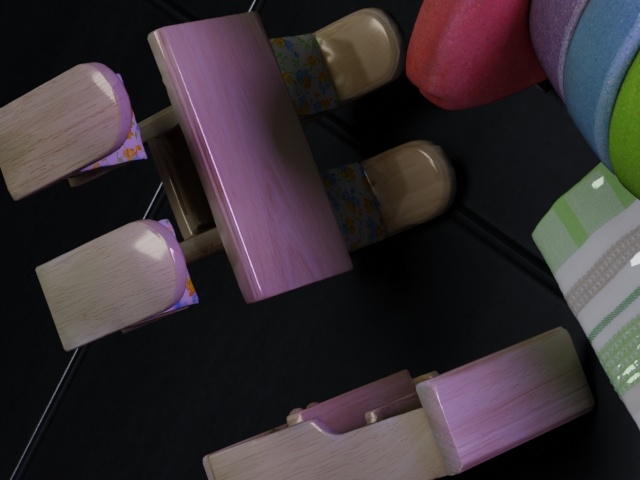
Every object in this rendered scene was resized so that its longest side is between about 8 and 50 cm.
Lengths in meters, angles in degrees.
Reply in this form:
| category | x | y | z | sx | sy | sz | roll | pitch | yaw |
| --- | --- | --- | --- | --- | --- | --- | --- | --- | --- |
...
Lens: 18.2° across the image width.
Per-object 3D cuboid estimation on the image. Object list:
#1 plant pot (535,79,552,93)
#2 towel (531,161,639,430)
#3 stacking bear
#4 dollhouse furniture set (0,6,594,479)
| category | x | y | z | sx | sy | sz | roll | pitch | yaw |
| --- | --- | --- | --- | --- | --- | --- | --- | --- | --- |
| plant pot | 0.076 | -0.218 | 0.980 | 0.167 | 0.187 | 0.188 | -46 | 46 | 10 |
| towel | 0.160 | 0.014 | 0.911 | 0.113 | 0.023 | 0.152 | -47 | 46 | 24 |
| stacking bear | 0.197 | -0.048 | 0.796 | 0.289 | 0.175 | 0.164 | 49 | 140 | 31 |
| dollhouse furniture set | 0.000 | 0.000 | 0.956 | 0.161 | 0.212 | 0.242 | -23 | 86 | 42 |
